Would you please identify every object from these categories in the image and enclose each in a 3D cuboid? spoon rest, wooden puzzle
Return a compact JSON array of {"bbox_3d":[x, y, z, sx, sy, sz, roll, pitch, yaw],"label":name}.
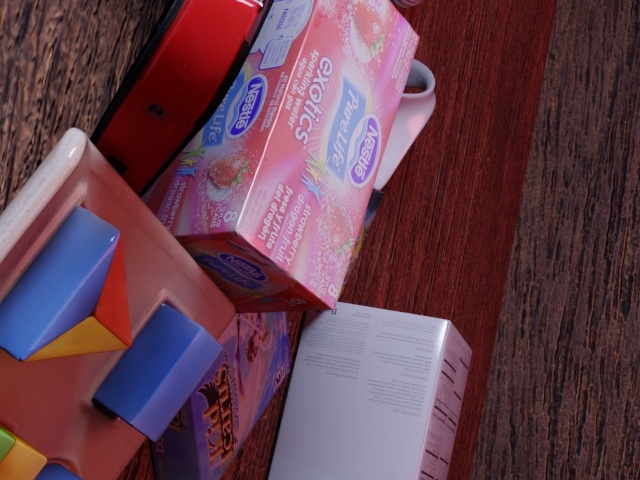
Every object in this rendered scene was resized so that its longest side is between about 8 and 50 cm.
[{"bbox_3d":[0.108,-0.178,1.736,0.276,0.084,0.137,-62,153,-45],"label":"spoon rest"},{"bbox_3d":[-0.193,0.129,0.881,0.322,0.080,0.348,-55,155,-13],"label":"wooden puzzle"}]

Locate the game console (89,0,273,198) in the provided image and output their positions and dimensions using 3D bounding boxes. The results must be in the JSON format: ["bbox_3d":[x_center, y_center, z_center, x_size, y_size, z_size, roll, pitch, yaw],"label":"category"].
[{"bbox_3d":[-0.073,-0.196,0.910,0.342,0.060,0.386,-64,-166,-21],"label":"game console"}]

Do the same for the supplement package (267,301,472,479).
[{"bbox_3d":[0.074,0.240,1.635,0.198,0.199,0.262,47,54,-66],"label":"supplement package"}]

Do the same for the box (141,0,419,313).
[{"bbox_3d":[-0.039,-0.096,1.075,0.142,0.154,0.300,40,57,-40],"label":"box"}]

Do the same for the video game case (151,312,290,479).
[{"bbox_3d":[-0.108,0.097,1.278,0.244,0.061,0.269,-52,145,-53],"label":"video game case"}]

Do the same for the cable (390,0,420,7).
[{"bbox_3d":[0.117,-0.451,1.645,0.257,0.089,0.257,28,71,-70],"label":"cable"}]

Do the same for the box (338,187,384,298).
[{"bbox_3d":[0.000,0.000,1.505,0.159,0.044,0.233,-68,162,8],"label":"box"}]
